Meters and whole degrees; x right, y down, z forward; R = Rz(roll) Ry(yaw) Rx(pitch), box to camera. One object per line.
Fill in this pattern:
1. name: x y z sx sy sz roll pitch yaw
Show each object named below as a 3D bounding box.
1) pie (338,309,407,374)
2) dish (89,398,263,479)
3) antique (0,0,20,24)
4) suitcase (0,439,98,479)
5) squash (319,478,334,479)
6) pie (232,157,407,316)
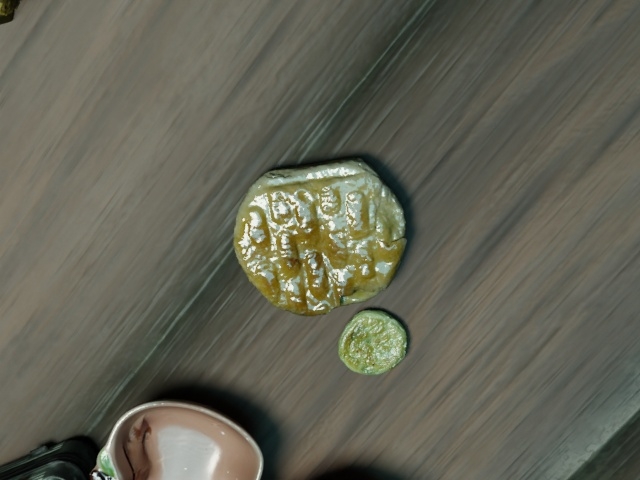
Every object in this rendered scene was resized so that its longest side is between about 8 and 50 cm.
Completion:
1. pie: 0.061 0.121 1.077 0.084 0.021 0.084 0 105 -1
2. dish: -0.168 0.280 1.089 0.213 0.090 0.213 -1 96 -5
3. antique: -0.365 -0.290 0.900 0.148 0.152 0.147 15 108 -5
4. suitcase: -0.383 0.385 1.120 0.312 0.128 0.202 -22 105 8
5. squash: 0.021 0.362 1.079 0.193 0.156 0.193 14 135 15
6. pie: 0.000 0.000 1.030 0.195 0.046 0.195 1 105 2
